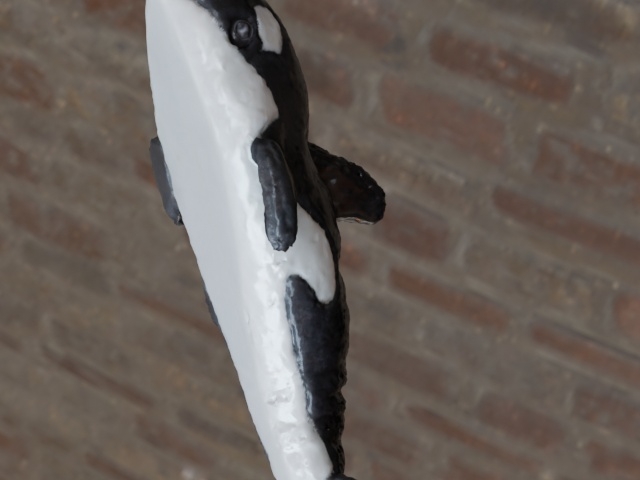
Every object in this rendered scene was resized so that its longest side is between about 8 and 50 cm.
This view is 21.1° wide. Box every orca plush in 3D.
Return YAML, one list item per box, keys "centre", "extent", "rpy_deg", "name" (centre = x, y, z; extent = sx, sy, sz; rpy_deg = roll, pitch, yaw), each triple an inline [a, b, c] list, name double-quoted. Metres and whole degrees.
- centre: [0.000, 0.000, 0.854]
  extent: [0.287, 0.102, 0.151]
  rpy_deg: [69, 157, 6]
  name: "orca plush"
